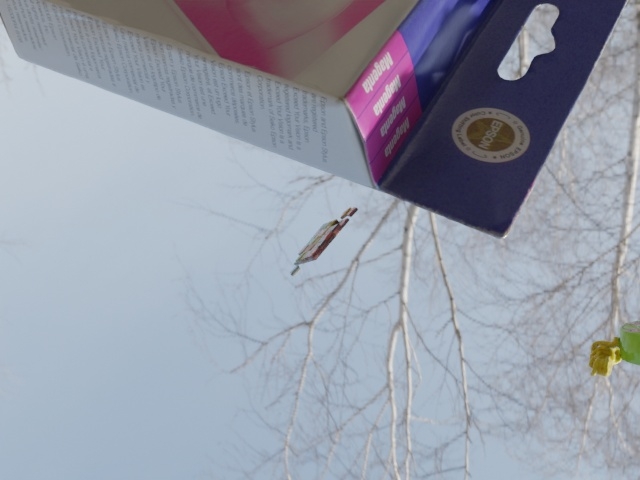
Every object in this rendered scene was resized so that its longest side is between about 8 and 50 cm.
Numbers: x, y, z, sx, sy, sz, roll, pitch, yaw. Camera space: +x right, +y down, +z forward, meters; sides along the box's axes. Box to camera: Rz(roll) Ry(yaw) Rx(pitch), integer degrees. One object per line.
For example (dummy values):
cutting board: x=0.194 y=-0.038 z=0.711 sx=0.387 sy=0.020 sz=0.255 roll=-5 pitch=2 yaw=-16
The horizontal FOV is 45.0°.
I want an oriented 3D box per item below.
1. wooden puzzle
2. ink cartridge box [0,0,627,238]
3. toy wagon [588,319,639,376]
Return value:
wooden puzzle: x=0.000 y=0.000 z=0.690 sx=0.083 sy=0.006 sz=0.049 roll=-50 pitch=-167 yaw=-21
ink cartridge box: x=0.025 y=-0.187 z=0.499 sx=0.330 sy=0.071 sz=0.324 roll=21 pitch=-124 yaw=19
toy wagon: x=0.402 y=0.086 z=0.644 sx=0.345 sy=0.068 sz=0.267 roll=-1 pitch=-174 yaw=30
